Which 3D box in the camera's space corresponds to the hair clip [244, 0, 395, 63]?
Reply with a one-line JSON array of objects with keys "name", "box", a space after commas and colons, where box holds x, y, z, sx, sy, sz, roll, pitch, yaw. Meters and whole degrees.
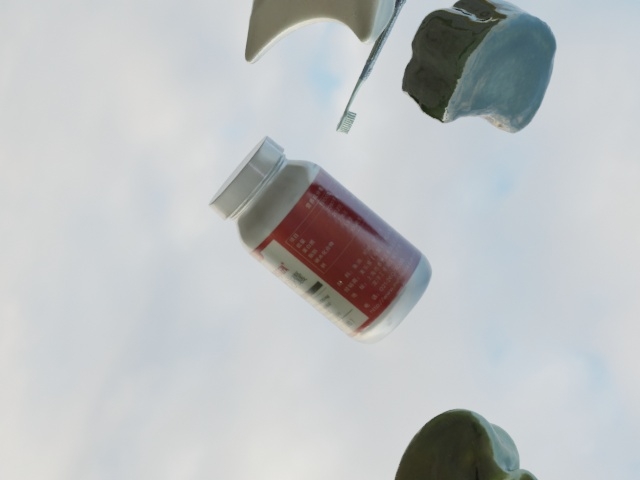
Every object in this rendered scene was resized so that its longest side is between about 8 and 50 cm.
[{"name": "hair clip", "box": [0.043, -0.281, 1.267, 0.172, 0.113, 0.282, 0, -138, 53]}]

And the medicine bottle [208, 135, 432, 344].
[{"name": "medicine bottle", "box": [0.000, 0.000, 1.733, 0.131, 0.250, 0.131, -49, -172, 9]}]

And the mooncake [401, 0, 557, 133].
[{"name": "mooncake", "box": [0.173, -0.184, 1.655, 0.104, 0.175, 0.168, 29, -106, 40]}]

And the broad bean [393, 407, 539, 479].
[{"name": "broad bean", "box": [0.134, 0.249, 1.340, 0.153, 0.072, 0.206, -24, -128, 16]}]

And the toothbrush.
[{"name": "toothbrush", "box": [0.068, -0.232, 1.999, 0.016, 0.019, 0.219, -86, -162, -59]}]
